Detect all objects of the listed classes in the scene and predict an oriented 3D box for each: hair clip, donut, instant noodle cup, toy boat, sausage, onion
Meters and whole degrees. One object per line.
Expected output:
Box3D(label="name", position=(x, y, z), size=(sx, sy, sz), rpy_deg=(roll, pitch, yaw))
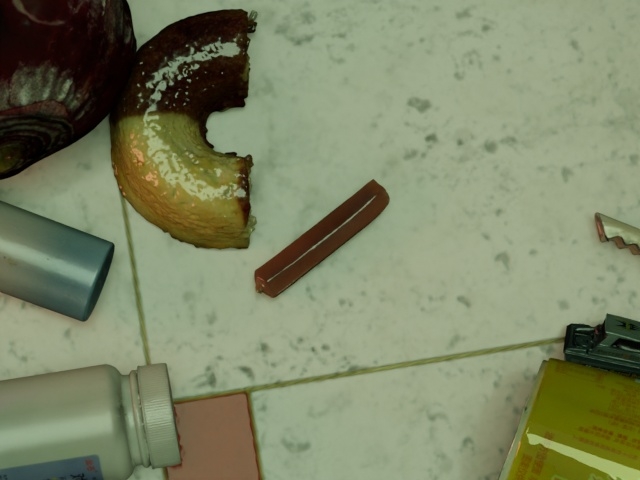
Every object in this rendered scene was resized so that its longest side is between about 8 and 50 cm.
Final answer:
Box3D(label="hair clip", position=(0.335, 0.048, 1.670), size=(0.072, 0.034, 0.226), rpy_deg=(-39, 86, -8))
Box3D(label="donut", position=(-0.116, -0.100, 1.638), size=(0.141, 0.085, 0.217), rpy_deg=(-4, 85, -4))
Box3D(label="instant noodle cup", position=(0.275, 0.204, 1.574), size=(0.236, 0.215, 0.215), rpy_deg=(21, 82, 8))
Box3D(label="toy boat", position=(0.284, 0.104, 1.639), size=(0.141, 0.055, 0.060), rpy_deg=(11, 116, 7))
Box3D(label="sausage", position=(0.000, 0.000, 1.657), size=(0.147, 0.035, 0.030), rpy_deg=(-38, 86, -5))
Box3D(label="onion", position=(-0.270, -0.182, 1.550), size=(0.207, 0.206, 0.216), rpy_deg=(-20, 68, 6))

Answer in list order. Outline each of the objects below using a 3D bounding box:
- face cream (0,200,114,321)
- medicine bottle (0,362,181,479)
Box3D(label="face cream", position=(-0.308, -0.006, 1.618), size=(0.250, 0.077, 0.077), rpy_deg=(20, 82, 1))
Box3D(label="medicine bottle", position=(-0.217, 0.162, 1.589), size=(0.186, 0.103, 0.103), rpy_deg=(-8, 83, -5))
